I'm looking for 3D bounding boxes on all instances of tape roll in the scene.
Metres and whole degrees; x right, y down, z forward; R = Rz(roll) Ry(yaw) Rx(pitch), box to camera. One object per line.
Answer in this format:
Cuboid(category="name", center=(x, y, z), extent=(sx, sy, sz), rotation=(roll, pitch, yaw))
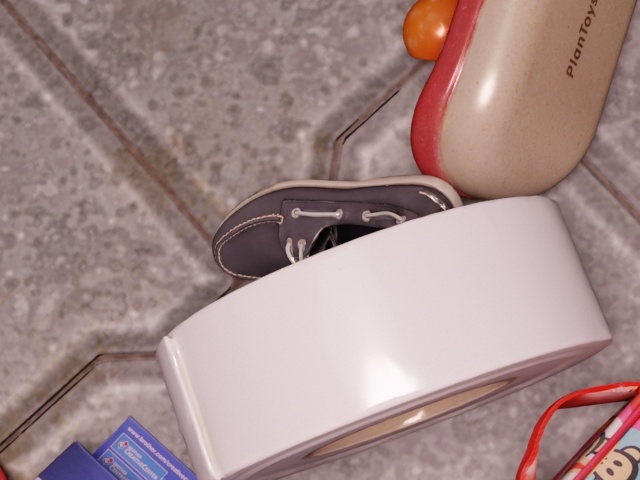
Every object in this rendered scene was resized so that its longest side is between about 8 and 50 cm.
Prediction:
Cuboid(category="tape roll", center=(0.040, 0.072, 0.943), extent=(0.286, 0.286, 0.100), rotation=(-21, 79, 7))

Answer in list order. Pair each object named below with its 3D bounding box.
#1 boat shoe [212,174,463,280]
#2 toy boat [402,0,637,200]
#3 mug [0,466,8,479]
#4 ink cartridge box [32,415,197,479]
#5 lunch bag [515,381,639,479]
Cuboid(category="boat shoe", center=(0.000, 0.000, 1.041), extent=(0.206, 0.065, 0.075), rotation=(-9, 118, 30))
Cuboid(category="toy boat", center=(0.123, -0.145, 1.053), extent=(0.151, 0.151, 0.231), rotation=(14, 82, 43))
Cuboid(category="mug", center=(-0.332, 0.196, 1.101), extent=(0.169, 0.150, 0.113), rotation=(54, 130, 17))
Cuboid(category="ink cartridge box", center=(-0.180, 0.276, 1.010), extent=(0.186, 0.065, 0.311), rotation=(39, 64, 16))
Cuboid(category="lunch bag", center=(0.233, 0.210, 0.941), extent=(0.293, 0.120, 0.258), rotation=(-41, 77, -15))
